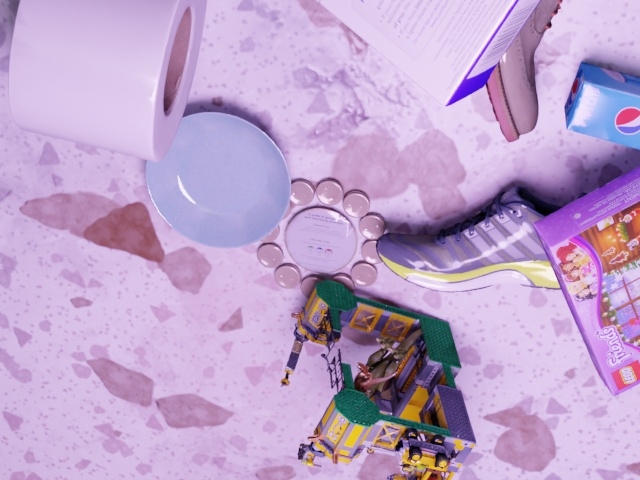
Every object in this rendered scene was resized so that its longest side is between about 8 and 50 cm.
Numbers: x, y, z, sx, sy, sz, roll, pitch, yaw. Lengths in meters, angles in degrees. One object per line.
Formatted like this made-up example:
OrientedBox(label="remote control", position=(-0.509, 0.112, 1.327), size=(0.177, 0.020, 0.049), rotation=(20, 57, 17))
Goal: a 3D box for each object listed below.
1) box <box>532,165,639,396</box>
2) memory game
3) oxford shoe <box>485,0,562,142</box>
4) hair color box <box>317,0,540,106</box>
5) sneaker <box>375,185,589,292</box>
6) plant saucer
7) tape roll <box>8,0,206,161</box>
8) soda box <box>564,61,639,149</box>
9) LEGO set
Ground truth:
OrientedBox(label="box", position=(0.401, 0.044, 1.502), size=(0.201, 0.057, 0.293), rotation=(-29, 129, 3))
OrientedBox(label="memory game", position=(0.000, 0.000, 1.639), size=(0.186, 0.012, 0.186), rotation=(4, 118, 7))
OrientedBox(label="oxford shoe", position=(0.240, -0.278, 1.396), size=(0.130, 0.123, 0.348), rotation=(-5, 118, 6))
OrientedBox(label="hair color box", position=(0.076, -0.326, 1.322), size=(0.339, 0.110, 0.185), rotation=(41, 126, 11))
OrientedBox(label="sneaker", position=(0.220, -0.009, 1.560), size=(0.300, 0.111, 0.121), rotation=(-2, 111, 1))
OrientedBox(label="plant saucer", position=(-0.131, -0.083, 1.598), size=(0.195, 0.037, 0.195), rotation=(4, 117, 8))
OrientedBox(label="tape roll", position=(-0.243, -0.227, 1.422), size=(0.169, 0.246, 0.246), rotation=(13, 119, 1))
OrientedBox(label="soda box", position=(0.404, -0.148, 1.466), size=(0.210, 0.071, 0.067), rotation=(16, 119, 0))
OrientedBox(label="LEGO set", position=(0.061, 0.228, 1.597), size=(0.255, 0.331, 0.192), rotation=(12, 123, -24))
